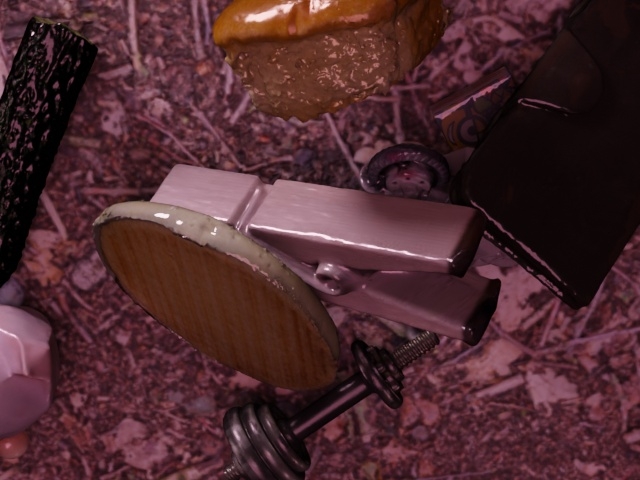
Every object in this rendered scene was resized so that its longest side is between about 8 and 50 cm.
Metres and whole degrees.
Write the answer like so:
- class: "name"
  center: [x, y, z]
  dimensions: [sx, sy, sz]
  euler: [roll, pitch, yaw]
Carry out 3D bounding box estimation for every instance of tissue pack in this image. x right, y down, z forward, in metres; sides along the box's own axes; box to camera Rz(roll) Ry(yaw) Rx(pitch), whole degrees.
- class: "tissue pack"
  center: [0.154, -0.117, 1.283]
  dimensions: [0.083, 0.035, 0.063]
  euler: [-28, 110, 10]

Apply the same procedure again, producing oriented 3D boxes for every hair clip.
- class: "hair clip"
  center: [-0.002, 0.003, 1.218]
  dimensions: [0.331, 0.085, 0.101]
  euler: [11, 148, 28]

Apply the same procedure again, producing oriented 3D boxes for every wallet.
- class: "wallet"
  center: [0.252, -0.104, 1.204]
  dimensions: [0.165, 0.042, 0.309]
  euler: [41, 72, -9]

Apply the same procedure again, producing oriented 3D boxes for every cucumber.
- class: "cucumber"
  center: [-0.288, -0.072, 1.295]
  dimensions: [0.072, 0.072, 0.300]
  euler: [21, 107, -5]

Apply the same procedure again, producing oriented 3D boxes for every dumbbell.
- class: "dumbbell"
  center: [0.009, 0.164, 1.350]
  dimensions: [0.254, 0.110, 0.110]
  euler: [-36, 103, 6]

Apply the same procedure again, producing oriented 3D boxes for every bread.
- class: "bread"
  center: [0.019, -0.189, 1.153]
  dimensions: [0.174, 0.245, 0.121]
  euler: [-14, 106, 27]
- class: "bread"
  center: [-0.093, 0.049, 1.260]
  dimensions: [0.267, 0.267, 0.040]
  euler: [37, 64, -10]

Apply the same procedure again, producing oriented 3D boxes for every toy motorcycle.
- class: "toy motorcycle"
  center: [0.143, -0.020, 1.273]
  dimensions: [0.260, 0.110, 0.171]
  euler: [16, 148, -22]

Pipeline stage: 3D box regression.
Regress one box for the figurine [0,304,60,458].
- class: "figurine"
  center: [-0.374, 0.158, 1.341]
  dimensions: [0.276, 0.133, 0.200]
  euler: [-31, 108, 12]
